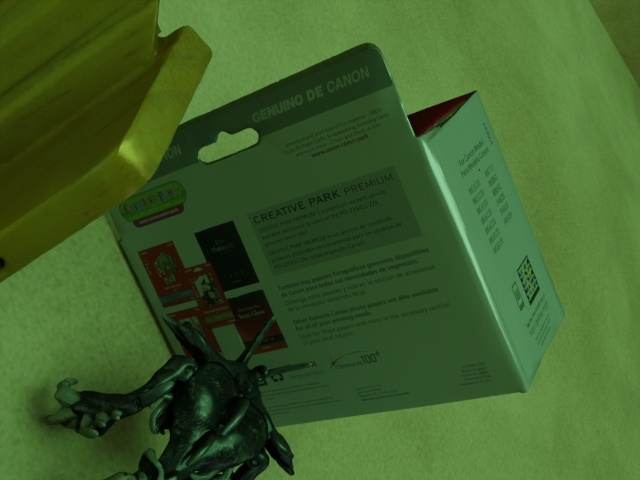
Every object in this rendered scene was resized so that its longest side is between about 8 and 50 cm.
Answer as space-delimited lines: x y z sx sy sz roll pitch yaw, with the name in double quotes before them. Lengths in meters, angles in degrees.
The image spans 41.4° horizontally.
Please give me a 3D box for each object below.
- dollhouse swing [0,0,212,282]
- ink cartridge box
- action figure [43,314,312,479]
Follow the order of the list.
"dollhouse swing" -0.269 -0.067 0.391 0.347 0.315 0.305 48 22 -34
"ink cartridge box" 0.000 0.000 0.702 0.130 0.309 0.272 -41 111 -53
"action figure" -0.130 0.164 0.612 0.276 0.141 0.164 -45 113 -35
